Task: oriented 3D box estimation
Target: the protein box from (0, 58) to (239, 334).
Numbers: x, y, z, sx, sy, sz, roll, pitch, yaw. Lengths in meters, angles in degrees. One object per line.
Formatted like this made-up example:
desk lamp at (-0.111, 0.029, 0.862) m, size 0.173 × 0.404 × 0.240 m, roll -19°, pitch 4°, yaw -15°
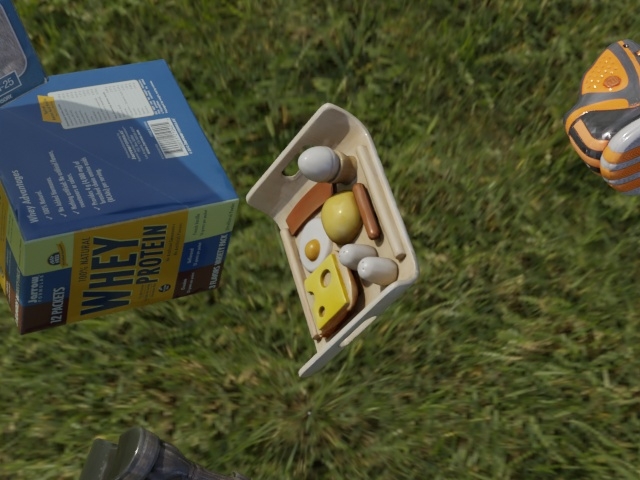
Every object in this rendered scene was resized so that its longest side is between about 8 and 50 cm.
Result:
protein box at (-0.215, -0.047, 1.201) m, size 0.201 × 0.136 × 0.199 m, roll -13°, pitch 54°, yaw -25°

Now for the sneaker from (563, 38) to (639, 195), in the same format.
sneaker at (0.419, -0.176, 1.409) m, size 0.321 × 0.124 × 0.180 m, roll -18°, pitch 39°, yaw -10°

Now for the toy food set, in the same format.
toy food set at (0.000, 0.000, 1.670) m, size 0.092 × 0.220 × 0.306 m, roll 12°, pitch 46°, yaw -36°

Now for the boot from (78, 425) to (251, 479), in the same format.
boot at (-0.171, 0.319, 1.556) m, size 0.229 × 0.263 × 0.091 m, roll 27°, pitch 62°, yaw -21°

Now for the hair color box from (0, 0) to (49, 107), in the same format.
hair color box at (-0.353, -0.174, 0.904) m, size 0.174 × 0.105 × 0.347 m, roll -32°, pitch 42°, yaw -17°
